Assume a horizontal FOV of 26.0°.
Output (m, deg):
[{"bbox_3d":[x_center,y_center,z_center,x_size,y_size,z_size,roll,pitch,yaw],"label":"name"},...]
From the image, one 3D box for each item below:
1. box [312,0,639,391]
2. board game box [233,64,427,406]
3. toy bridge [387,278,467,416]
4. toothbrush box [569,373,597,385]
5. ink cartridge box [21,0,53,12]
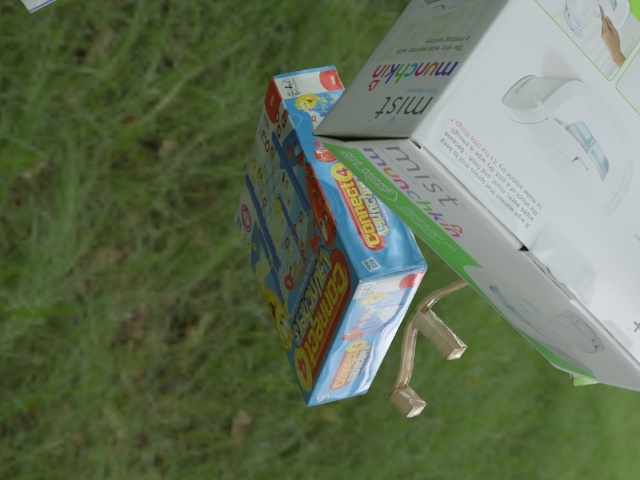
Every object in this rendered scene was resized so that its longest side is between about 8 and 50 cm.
[{"bbox_3d":[0.172,-0.070,0.895,0.262,0.127,0.231,42,76,-26],"label":"box"},{"bbox_3d":[0.000,0.000,1.718,0.308,0.086,0.301,109,-36,-53],"label":"board game box"},{"bbox_3d":[0.117,0.092,1.386,0.026,0.063,0.188,-5,134,-52],"label":"toy bridge"},{"bbox_3d":[0.388,0.022,1.486,0.122,0.283,0.206,-75,154,-76],"label":"toothbrush box"},{"bbox_3d":[-0.297,-0.353,1.426,0.208,0.206,0.045,55,48,-22],"label":"ink cartridge box"}]
